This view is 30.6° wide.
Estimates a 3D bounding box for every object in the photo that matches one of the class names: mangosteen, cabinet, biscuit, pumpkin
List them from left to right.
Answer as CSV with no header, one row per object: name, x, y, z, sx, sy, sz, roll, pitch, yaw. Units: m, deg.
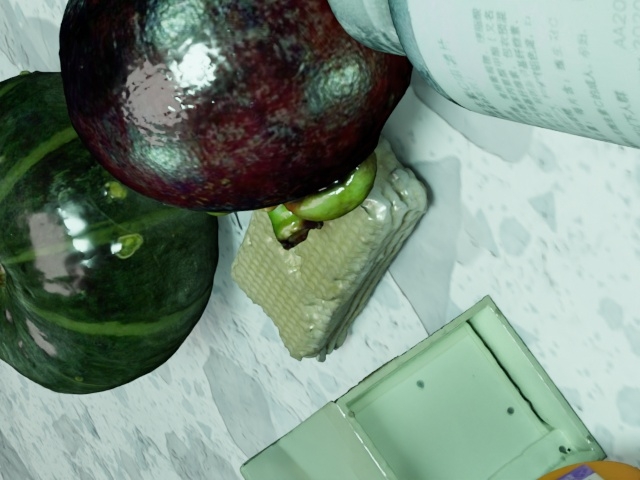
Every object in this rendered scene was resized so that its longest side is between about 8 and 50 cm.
pumpkin,-0.215,-0.009,1.052,0.300,0.207,0.300,23,121,45
mangosteen,-0.039,-0.102,0.689,0.216,0.216,0.216,37,144,33
biscuit,0.000,0.000,0.868,0.108,0.062,0.239,50,150,15
cabinet,0.067,0.163,0.832,0.150,0.145,0.206,55,150,8

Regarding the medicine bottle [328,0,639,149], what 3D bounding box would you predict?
medicine bottle,0.127,-0.112,0.488,0.293,0.141,0.141,21,133,47

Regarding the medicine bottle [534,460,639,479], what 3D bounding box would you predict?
medicine bottle,0.201,0.276,0.703,0.157,0.157,0.288,0,120,57
